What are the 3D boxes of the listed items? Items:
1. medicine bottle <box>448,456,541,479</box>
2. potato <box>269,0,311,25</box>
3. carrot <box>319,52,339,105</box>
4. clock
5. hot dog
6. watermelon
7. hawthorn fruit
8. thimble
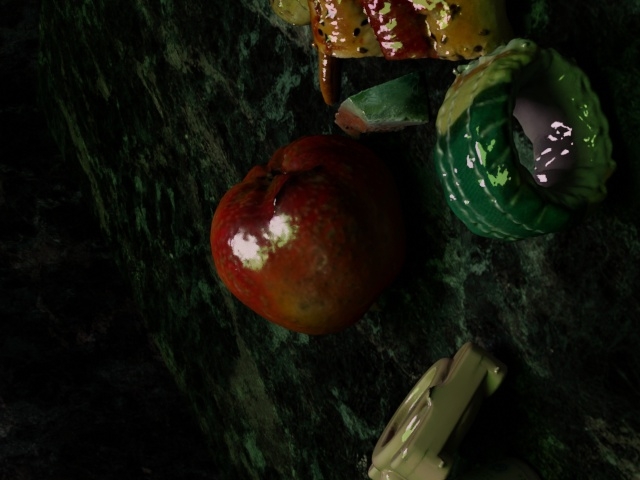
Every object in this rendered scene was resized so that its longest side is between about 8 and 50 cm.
[{"bbox_3d":[0.275,0.496,1.719,0.152,0.254,0.152,28,124,52],"label":"medicine bottle"},{"bbox_3d":[-0.035,-0.509,2.003,0.105,0.085,0.188,41,157,-18],"label":"potato"},{"bbox_3d":[0.016,-0.352,2.016,0.048,0.048,0.139,34,131,50],"label":"carrot"},{"bbox_3d":[0.203,0.342,1.772,0.114,0.284,0.309,33,155,3],"label":"clock"},{"bbox_3d":[0.113,-0.470,1.521,0.367,0.196,0.365,7,123,34],"label":"hot dog"},{"bbox_3d":[0.098,-0.243,1.860,0.241,0.154,0.094,163,93,-73],"label":"watermelon"},{"bbox_3d":[0.000,0.000,1.901,0.403,0.402,0.403,31,128,51],"label":"hawthorn fruit"},{"bbox_3d":[0.298,-0.146,1.413,0.167,0.254,0.288,-20,82,59],"label":"thimble"}]
